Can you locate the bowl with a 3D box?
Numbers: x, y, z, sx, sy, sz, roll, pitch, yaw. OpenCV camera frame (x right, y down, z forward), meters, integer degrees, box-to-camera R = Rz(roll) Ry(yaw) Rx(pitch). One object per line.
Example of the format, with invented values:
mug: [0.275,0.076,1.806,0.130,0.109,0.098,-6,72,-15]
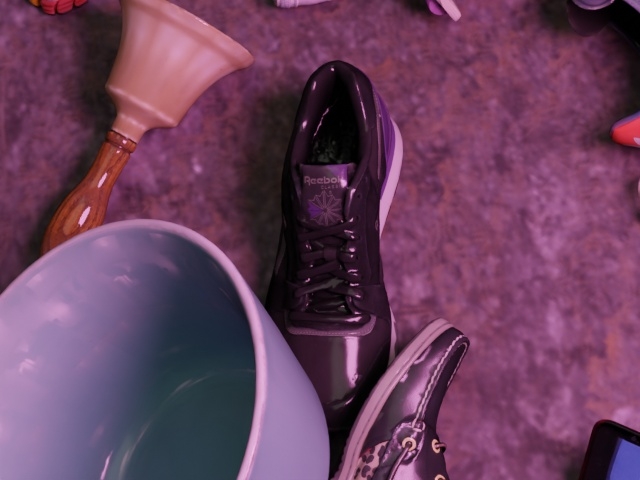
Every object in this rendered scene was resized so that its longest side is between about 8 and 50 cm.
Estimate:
bowl: [-0.117,0.156,1.269,0.311,0.163,0.311,-18,58,31]

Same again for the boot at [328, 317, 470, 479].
boot: [0.097,0.191,1.290,0.179,0.085,0.236,26,80,19]

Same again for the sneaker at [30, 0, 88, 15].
sneaker: [-0.255,-0.307,1.564,0.088,0.092,0.225,-28,64,-3]

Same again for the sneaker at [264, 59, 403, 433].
sneaker: [0.000,0.000,1.368,0.107,0.124,0.283,-2,67,10]

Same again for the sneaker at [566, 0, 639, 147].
sneaker: [0.258,-0.234,1.392,0.148,0.131,0.350,-7,79,6]

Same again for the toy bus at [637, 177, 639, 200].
toy bus: [0.362,-0.012,1.319,0.104,0.191,0.202,-2,58,-39]

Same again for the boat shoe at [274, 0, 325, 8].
boat shoe: [-0.014,-0.283,1.530,0.063,0.066,0.184,-2,63,-6]

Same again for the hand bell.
hand bell: [-0.164,-0.071,1.458,0.126,0.126,0.242,27,87,20]

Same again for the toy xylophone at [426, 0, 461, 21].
toy xylophone: [0.158,-0.344,1.424,0.323,0.081,0.236,-39,45,31]

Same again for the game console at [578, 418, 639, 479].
game console: [0.233,0.214,1.255,0.144,0.085,0.124,23,72,19]
